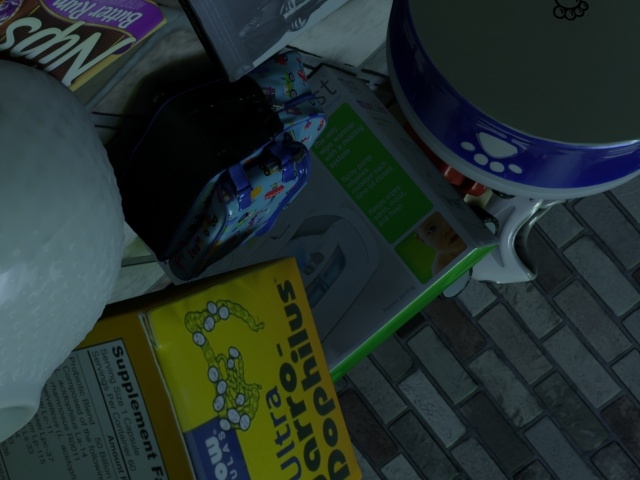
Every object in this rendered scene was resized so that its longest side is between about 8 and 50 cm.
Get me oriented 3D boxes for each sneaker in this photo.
[{"bbox_3d":[0.249,-0.103,1.319,0.122,0.146,0.330,-21,119,-60],"label":"sneaker"}]

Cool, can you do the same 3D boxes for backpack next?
[{"bbox_3d":[-0.066,-0.069,0.830,0.173,0.117,0.158,-34,170,-41],"label":"backpack"}]

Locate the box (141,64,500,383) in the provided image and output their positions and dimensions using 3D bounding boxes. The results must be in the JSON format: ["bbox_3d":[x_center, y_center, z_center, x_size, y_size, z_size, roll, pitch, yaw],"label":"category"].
[{"bbox_3d":[0.000,0.000,1.032,0.262,0.231,0.127,-41,169,16],"label":"box"}]

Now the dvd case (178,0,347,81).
[{"bbox_3d":[0.014,-0.211,0.567,0.239,0.029,0.179,-38,151,-6],"label":"dvd case"}]

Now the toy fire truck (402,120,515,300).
[{"bbox_3d":[0.083,-0.062,1.166,0.246,0.158,0.217,11,113,-50],"label":"toy fire truck"}]

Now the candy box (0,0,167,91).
[{"bbox_3d":[-0.149,-0.119,0.482,0.109,0.053,0.186,-38,169,-1],"label":"candy box"}]

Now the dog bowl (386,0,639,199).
[{"bbox_3d":[0.189,-0.173,0.833,0.265,0.265,0.104,-36,167,-14],"label":"dog bowl"}]

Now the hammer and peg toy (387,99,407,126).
[{"bbox_3d":[0.098,-0.061,1.411,0.266,0.127,0.361,-28,166,-46],"label":"hammer and peg toy"}]

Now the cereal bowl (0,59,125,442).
[{"bbox_3d":[-0.246,0.057,0.523,0.339,0.141,0.339,-27,169,-6],"label":"cereal bowl"}]

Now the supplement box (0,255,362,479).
[{"bbox_3d":[-0.182,0.157,0.832,0.357,0.194,0.195,-15,-177,32],"label":"supplement box"}]
